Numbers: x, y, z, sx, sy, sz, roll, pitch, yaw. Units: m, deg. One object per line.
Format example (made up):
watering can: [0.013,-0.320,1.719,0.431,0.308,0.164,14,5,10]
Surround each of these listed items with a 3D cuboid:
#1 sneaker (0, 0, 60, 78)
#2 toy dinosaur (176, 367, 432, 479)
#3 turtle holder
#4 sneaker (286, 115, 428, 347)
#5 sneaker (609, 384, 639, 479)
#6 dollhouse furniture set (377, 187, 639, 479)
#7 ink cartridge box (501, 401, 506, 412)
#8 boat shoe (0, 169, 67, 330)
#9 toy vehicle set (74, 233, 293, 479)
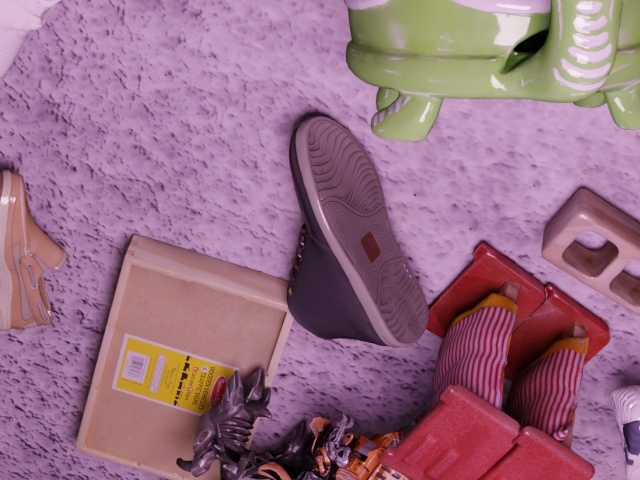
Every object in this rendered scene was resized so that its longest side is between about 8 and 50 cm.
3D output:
sneaker: [-0.195,-0.221,1.518,0.169,0.108,0.292,22,128,-2]
toy dinosaur: [-0.022,0.243,1.726,0.322,0.218,0.164,-23,136,-16]
turtle holder: [0.125,-0.192,1.349,0.243,0.320,0.227,2,102,18]
sneaker: [0.000,0.000,1.663,0.118,0.083,0.222,-6,114,44]
sneaker: [0.347,0.182,1.693,0.153,0.094,0.235,-13,145,9]
dollhouse furniture set: [0.223,0.053,1.578,0.152,0.201,0.374,31,127,-12]
ink cartridge box: [0.160,0.286,1.757,0.093,0.219,0.160,-21,120,25]
boat shoe: [-0.270,0.009,1.745,0.072,0.068,0.190,3,138,-5]
toy vehicle set: [-0.130,0.125,1.813,0.166,0.035,0.266,18,128,-2]
